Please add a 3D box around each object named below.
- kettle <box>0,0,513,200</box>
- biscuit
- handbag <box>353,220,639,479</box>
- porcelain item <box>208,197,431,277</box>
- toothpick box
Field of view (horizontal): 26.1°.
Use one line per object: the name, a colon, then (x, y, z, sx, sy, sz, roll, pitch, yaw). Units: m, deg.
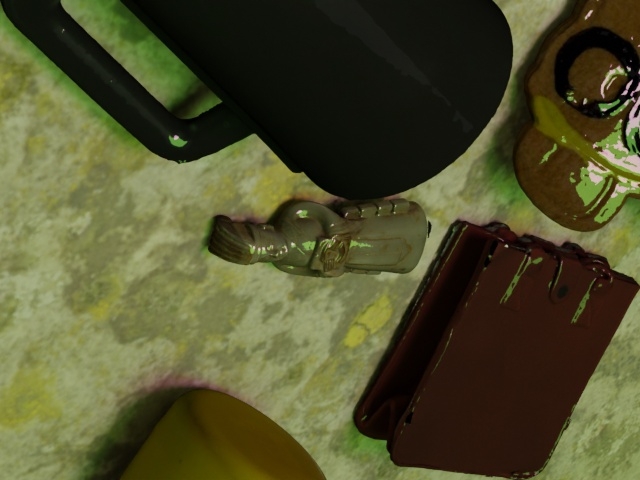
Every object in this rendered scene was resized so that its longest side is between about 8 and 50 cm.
kettle: (-0.043, -0.187, 1.031, 0.308, 0.262, 0.203, 39, 57, -43)
biscuit: (0.306, -0.139, 1.322, 0.208, 0.041, 0.290, 35, 97, -8)
handbag: (0.189, 0.121, 1.475, 0.260, 0.084, 0.275, 16, 108, -40)
porcelain item: (0.000, 0.000, 1.259, 0.213, 0.054, 0.084, -1, 118, -36)
toothpick box: (-0.132, 0.288, 1.277, 0.175, 0.175, 0.271, 27, 104, -45)
